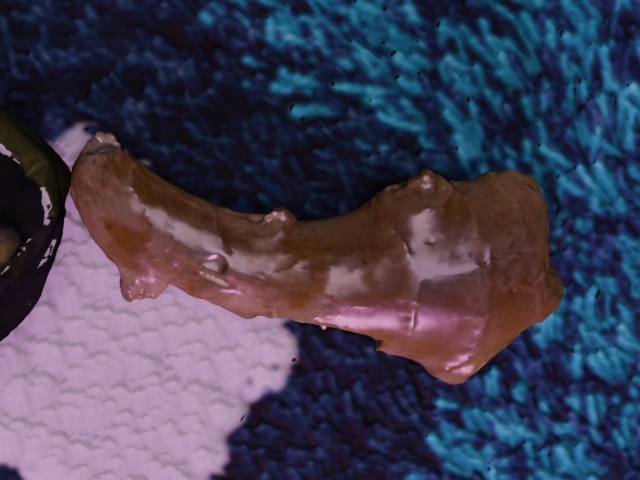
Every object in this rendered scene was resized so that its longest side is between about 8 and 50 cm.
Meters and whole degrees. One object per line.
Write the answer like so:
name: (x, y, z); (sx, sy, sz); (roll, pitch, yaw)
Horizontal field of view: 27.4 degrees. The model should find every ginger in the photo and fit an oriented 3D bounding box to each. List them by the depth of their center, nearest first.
ginger: (0.000, 0.000, 0.750); (0.294, 0.086, 0.131); (14, 115, -4)

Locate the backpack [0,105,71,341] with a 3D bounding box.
backpack: (-0.261, 0.020, 0.681); (0.207, 0.140, 0.253); (30, 91, -8)
